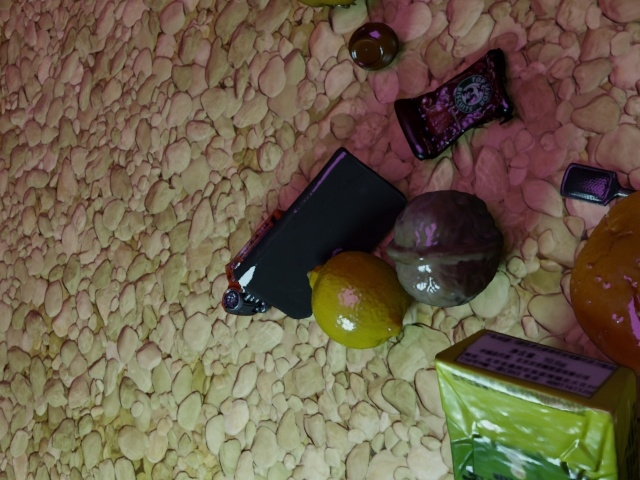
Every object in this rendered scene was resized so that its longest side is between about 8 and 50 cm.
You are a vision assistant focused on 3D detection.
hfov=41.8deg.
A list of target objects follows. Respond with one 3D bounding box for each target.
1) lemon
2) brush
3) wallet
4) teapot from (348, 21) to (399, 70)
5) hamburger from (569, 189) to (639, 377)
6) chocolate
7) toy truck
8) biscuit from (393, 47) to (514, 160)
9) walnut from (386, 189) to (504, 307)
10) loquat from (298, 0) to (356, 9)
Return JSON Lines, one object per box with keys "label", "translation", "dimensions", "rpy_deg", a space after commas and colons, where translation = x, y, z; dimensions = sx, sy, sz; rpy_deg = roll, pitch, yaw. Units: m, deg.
{"label": "lemon", "translation": [0.072, 0.113, 1.627], "dimensions": [0.244, 0.187, 0.186], "rpy_deg": [30, 102, 40]}
{"label": "brush", "translation": [0.497, -0.086, 1.419], "dimensions": [0.193, 0.016, 0.063], "rpy_deg": [19, 96, 40]}
{"label": "wallet", "translation": [0.000, 0.000, 1.708], "dimensions": [0.377, 0.197, 0.051], "rpy_deg": [-47, 19, 20]}
{"label": "teapot", "translation": [0.112, -0.408, 1.753], "dimensions": [0.129, 0.078, 0.098], "rpy_deg": [-23, 109, 48]}
{"label": "hamburger", "translation": [0.535, 0.070, 1.269], "dimensions": [0.314, 0.170, 0.290], "rpy_deg": [41, 102, 37]}
{"label": "chocolate", "translation": [0.350, 0.299, 1.325], "dimensions": [0.301, 0.137, 0.288], "rpy_deg": [12, 129, 38]}
{"label": "toy truck", "translation": [-0.123, 0.054, 1.843], "dimensions": [0.252, 0.107, 0.114], "rpy_deg": [-47, 56, 22]}
{"label": "biscuit", "translation": [0.263, -0.256, 1.607], "dimensions": [0.235, 0.063, 0.151], "rpy_deg": [-28, 67, 30]}
{"label": "walnut", "translation": [0.220, 0.013, 1.500], "dimensions": [0.224, 0.224, 0.224], "rpy_deg": [-7, 78, 38]}
{"label": "loquat", "translation": [0.017, -0.589, 1.775], "dimensions": [0.208, 0.208, 0.208], "rpy_deg": [-7, 78, 38]}
